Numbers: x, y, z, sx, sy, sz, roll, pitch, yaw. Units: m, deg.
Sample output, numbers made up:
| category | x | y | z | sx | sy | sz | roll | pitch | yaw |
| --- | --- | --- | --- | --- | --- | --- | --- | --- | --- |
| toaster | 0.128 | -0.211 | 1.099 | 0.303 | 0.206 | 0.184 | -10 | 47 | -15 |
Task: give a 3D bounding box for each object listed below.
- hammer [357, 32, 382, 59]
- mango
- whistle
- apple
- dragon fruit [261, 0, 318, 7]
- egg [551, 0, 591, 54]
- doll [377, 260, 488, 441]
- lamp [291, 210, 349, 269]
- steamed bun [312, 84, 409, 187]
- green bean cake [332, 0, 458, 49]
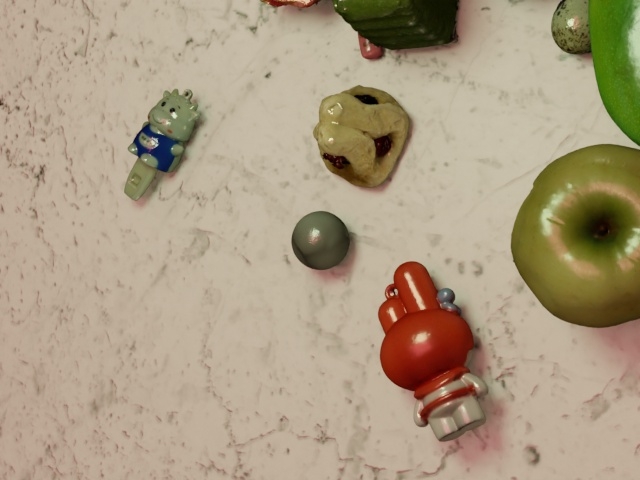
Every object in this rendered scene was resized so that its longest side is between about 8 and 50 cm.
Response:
| category | x | y | z | sx | sy | sz | roll | pitch | yaw |
| --- | --- | --- | --- | --- | --- | --- | --- | --- | --- |
| hammer | 0.087 | -0.362 | 1.785 | 0.043 | 0.043 | 0.083 | -15 | 77 | 27 |
| mango | 0.504 | -0.300 | 1.450 | 0.225 | 0.201 | 0.382 | -3 | 74 | 13 |
| whistle | -0.314 | -0.188 | 1.957 | 0.110 | 0.092 | 0.244 | 37 | 101 | 22 |
| apple | 0.411 | -0.006 | 1.443 | 0.279 | 0.279 | 0.279 | -3 | 83 | 29 |
| dragon fruit | 0.010 | -0.510 | 1.805 | 0.126 | 0.161 | 0.274 | 39 | 100 | 0 |
| egg | 0.406 | -0.346 | 1.580 | 0.085 | 0.085 | 0.110 | 9 | 87 | 29 |
| doll | 0.172 | 0.175 | 1.630 | 0.161 | 0.130 | 0.290 | -33 | 64 | 25 |
| lamp | 0.000 | 0.000 | 1.758 | 0.105 | 0.105 | 0.105 | -3 | 83 | 29 |
| steamed bun | 0.054 | -0.187 | 1.718 | 0.141 | 0.155 | 0.172 | 23 | 95 | 30 |
| green bean cake | 0.125 | -0.454 | 1.652 | 0.156 | 0.250 | 0.247 | 2 | 86 | 29 |
